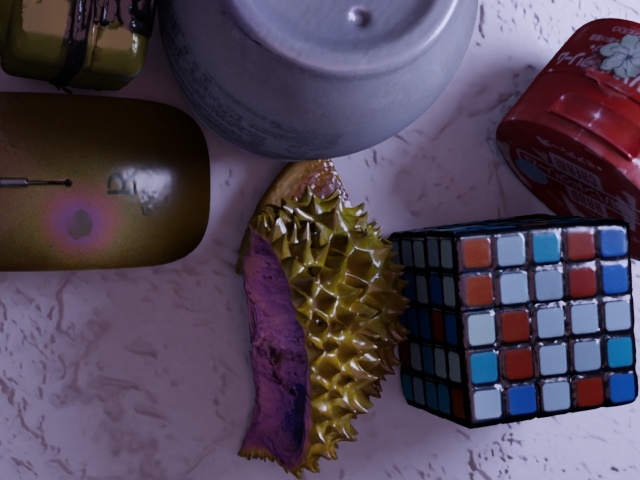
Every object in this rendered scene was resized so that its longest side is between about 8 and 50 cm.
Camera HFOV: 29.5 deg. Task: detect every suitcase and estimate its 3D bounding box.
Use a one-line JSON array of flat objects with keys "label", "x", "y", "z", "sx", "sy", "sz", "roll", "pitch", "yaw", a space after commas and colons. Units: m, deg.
[{"label": "suitcase", "x": -0.216, "y": -0.229, "z": 1.037, "sx": 0.143, "sy": 0.235, "sz": 0.194, "roll": 8, "pitch": 90, "yaw": -16}]

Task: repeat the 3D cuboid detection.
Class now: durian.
[{"label": "durian", "x": 0.013, "y": 0.085, "z": 1.143, "sx": 0.186, "sy": 0.154, "sz": 0.260, "roll": -28, "pitch": 122, "yaw": -30}]

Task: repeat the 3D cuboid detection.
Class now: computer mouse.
[{"label": "computer mouse", "x": -0.241, "y": -0.052, "z": 1.099, "sx": 0.310, "sy": 0.072, "sz": 0.158, "roll": 0, "pitch": 91, "yaw": -26}]

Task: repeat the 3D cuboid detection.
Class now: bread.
[{"label": "bread", "x": -0.024, "y": -0.001, "z": 1.195, "sx": 0.136, "sy": 0.054, "sz": 0.154, "roll": -30, "pitch": 94, "yaw": -15}]

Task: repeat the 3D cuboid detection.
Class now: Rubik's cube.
[{"label": "Rubik's cube", "x": 0.185, "y": 0.071, "z": 1.191, "sx": 0.187, "sy": 0.182, "sz": 0.184, "roll": -8, "pitch": 93, "yaw": -16}]

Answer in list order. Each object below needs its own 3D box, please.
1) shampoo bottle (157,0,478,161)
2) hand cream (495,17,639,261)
[{"label": "shampoo bottle", "x": -0.009, "y": -0.207, "z": 1.076, "sx": 0.273, "sy": 0.266, "sz": 0.273, "roll": 2, "pitch": 82, "yaw": -12}, {"label": "hand cream", "x": 0.302, "y": -0.098, "z": 1.200, "sx": 0.230, "sy": 0.230, "sz": 0.149, "roll": 45, "pitch": 78, "yaw": -13}]
